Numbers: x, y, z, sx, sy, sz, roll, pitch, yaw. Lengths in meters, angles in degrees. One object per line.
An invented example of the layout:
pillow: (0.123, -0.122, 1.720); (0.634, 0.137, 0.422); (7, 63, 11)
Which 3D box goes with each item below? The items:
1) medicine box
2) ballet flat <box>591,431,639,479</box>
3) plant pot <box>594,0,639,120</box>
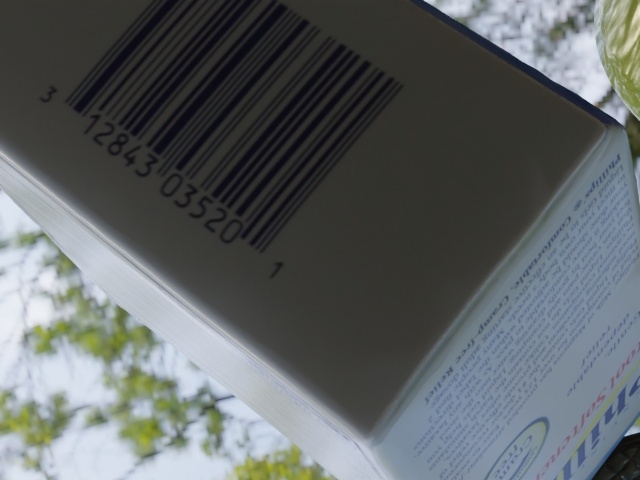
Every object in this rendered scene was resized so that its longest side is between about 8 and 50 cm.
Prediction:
medicine box: (0.000, 0.000, 0.722); (0.263, 0.289, 0.149); (36, -99, 25)
ballet flat: (0.137, 0.158, 0.961); (0.173, 0.057, 0.049); (-18, -104, -7)
plant pot: (0.365, -0.238, 1.232); (0.275, 0.293, 0.275); (-1, -115, 1)
